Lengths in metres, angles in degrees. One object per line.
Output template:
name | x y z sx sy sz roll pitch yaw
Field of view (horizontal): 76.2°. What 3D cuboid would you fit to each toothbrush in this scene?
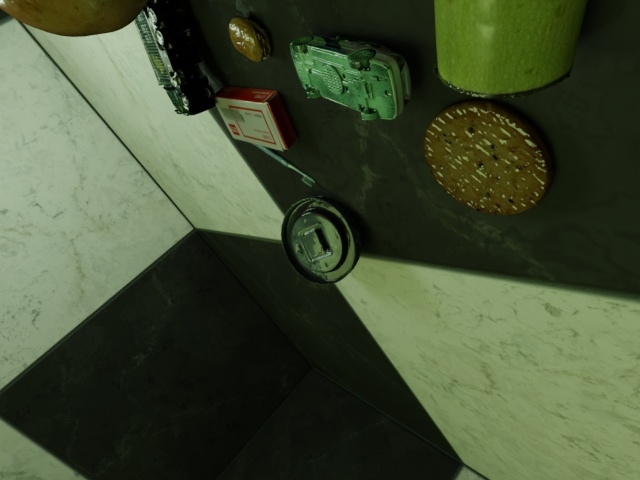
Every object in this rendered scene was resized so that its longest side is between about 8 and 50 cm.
toothbrush | -0.098 -0.199 1.031 0.219 0.019 0.016 38 162 18

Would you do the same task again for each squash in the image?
squash | 0.157 -0.254 0.327 0.132 0.132 0.247 30 152 34

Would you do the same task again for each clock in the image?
clock | 0.000 0.000 1.028 0.225 0.049 0.226 14 114 33

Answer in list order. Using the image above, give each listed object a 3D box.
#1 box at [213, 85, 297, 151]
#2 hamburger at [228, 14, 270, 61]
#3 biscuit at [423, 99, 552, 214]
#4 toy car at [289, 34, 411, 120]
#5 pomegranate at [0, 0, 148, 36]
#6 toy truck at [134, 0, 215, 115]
box | -0.152 -0.282 0.938 0.229 0.050 0.123 25 151 42
hamburger | -0.131 -0.371 0.752 0.083 0.044 0.076 41 158 18
biscuit | 0.232 -0.112 0.580 0.187 0.027 0.188 36 156 19
toy car | 0.042 -0.253 0.609 0.224 0.076 0.090 37 160 40
pomegranate | -0.410 -0.515 0.679 0.338 0.338 0.338 38 157 19
toy truck | -0.325 -0.415 0.907 0.121 0.088 0.259 23 137 43
